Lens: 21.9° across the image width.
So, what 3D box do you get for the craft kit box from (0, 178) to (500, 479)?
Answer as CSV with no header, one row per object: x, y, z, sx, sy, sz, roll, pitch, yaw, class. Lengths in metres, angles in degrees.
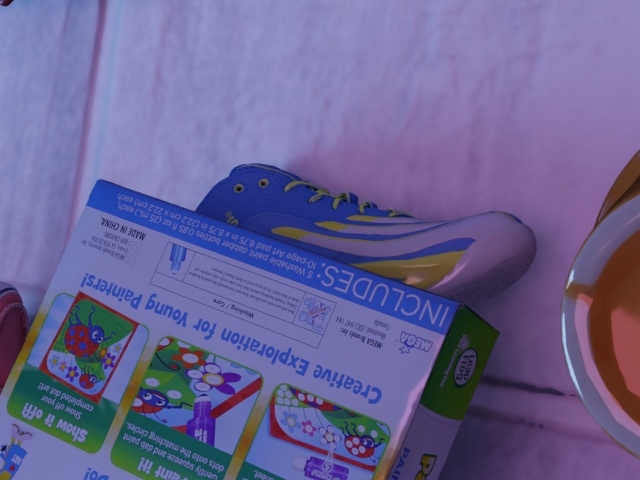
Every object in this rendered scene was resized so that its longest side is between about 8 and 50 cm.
-0.065,0.116,0.858,0.250,0.061,0.246,20,80,34,craft kit box

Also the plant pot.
0.204,0.030,0.764,0.205,0.188,0.205,3,97,28,plant pot

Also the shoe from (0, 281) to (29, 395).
-0.194,0.119,1.050,0.081,0.063,0.178,15,100,25,shoe

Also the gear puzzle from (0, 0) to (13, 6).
-0.154,-0.240,1.061,0.339,0.044,0.175,-2,85,24,gear puzzle

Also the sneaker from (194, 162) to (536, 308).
0.000,0.000,0.939,0.240,0.091,0.126,-21,78,25,sneaker
